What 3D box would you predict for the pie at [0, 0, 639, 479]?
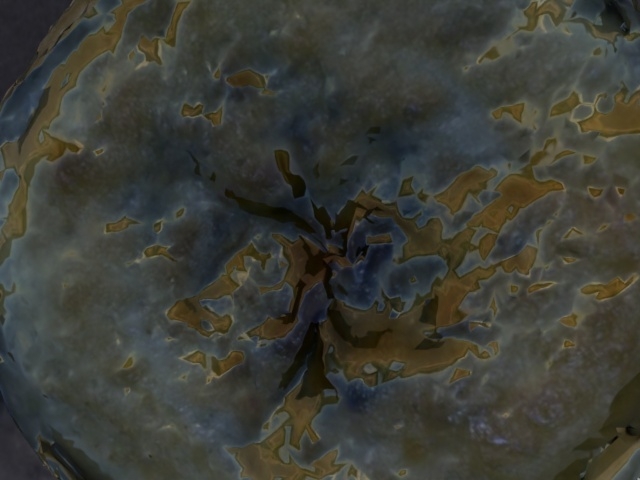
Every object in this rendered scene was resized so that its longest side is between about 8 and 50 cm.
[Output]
[{"bbox_3d":[0.000,0.000,0.381,0.274,0.274,0.055,-16,174,16],"label":"pie"}]
